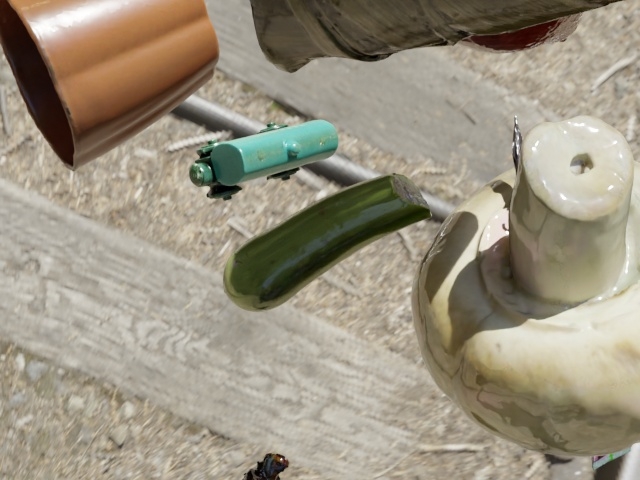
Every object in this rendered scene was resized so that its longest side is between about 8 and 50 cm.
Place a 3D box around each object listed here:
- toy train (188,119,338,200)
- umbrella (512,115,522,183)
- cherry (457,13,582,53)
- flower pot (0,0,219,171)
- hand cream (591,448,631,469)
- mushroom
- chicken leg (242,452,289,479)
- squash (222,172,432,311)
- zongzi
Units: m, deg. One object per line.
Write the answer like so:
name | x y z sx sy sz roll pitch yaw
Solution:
toy train | -0.086 -0.134 1.852 0.248 0.159 0.101 -20 96 -41
umbrella | 0.214 -0.079 1.255 0.022 0.013 0.122 18 63 -27
cherry | 0.140 -0.274 1.065 0.206 0.239 0.239 -18 79 -15
flower pot | -0.198 -0.182 1.111 0.173 0.190 0.191 -24 81 -20
hand cream | 0.456 0.227 1.806 0.079 0.050 0.275 -6 116 -2
mushroom | 0.283 0.055 1.245 0.353 0.353 0.325 -27 81 -23
chicken leg | -0.082 0.300 1.137 0.051 0.253 0.106 8 111 14
squash | 0.000 0.000 1.293 0.250 0.083 0.083 -30 82 10
zongzi | 0.126 -0.214 0.701 0.286 0.288 0.134 -52 130 -38
